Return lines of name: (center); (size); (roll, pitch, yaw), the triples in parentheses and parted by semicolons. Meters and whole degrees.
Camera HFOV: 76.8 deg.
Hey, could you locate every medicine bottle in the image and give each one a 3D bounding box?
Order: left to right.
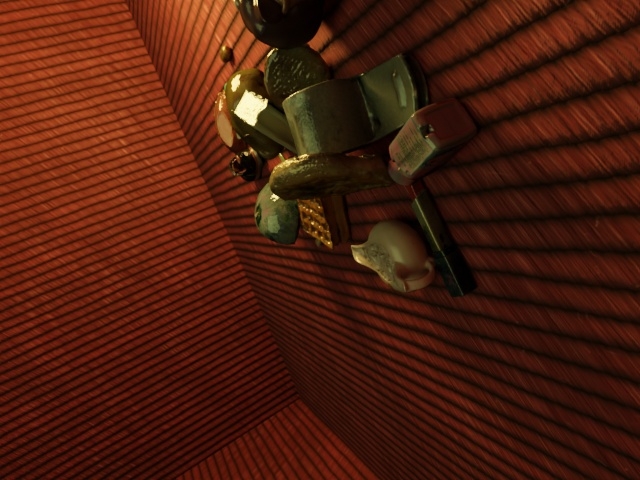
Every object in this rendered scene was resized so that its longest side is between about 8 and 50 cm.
medicine bottle: (0.209, -0.187, 0.822); (0.094, 0.119, 0.188); (60, 157, 10)

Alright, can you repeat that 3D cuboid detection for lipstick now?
lipstick: (0.273, -0.017, 0.959); (0.312, 0.051, 0.051); (64, 160, 1)

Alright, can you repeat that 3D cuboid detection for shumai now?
shumai: (-0.065, -0.463, 1.134); (0.201, 0.202, 0.120); (88, -172, -45)

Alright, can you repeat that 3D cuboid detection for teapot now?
teapot: (0.199, 0.048, 1.062); (0.298, 0.140, 0.204); (26, 133, 64)

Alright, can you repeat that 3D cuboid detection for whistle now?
whistle: (0.078, -0.304, 0.978); (0.405, 0.188, 0.168); (-11, 100, 33)

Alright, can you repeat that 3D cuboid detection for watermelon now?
watermelon: (-0.178, -0.145, 1.585); (0.321, 0.175, 0.188); (-121, 23, -43)

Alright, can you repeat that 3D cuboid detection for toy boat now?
toy boat: (-0.426, -0.535, 1.892); (0.141, 0.099, 0.317); (-4, 118, 22)

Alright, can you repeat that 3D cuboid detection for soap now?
soap: (-0.130, -0.348, 1.227); (0.150, 0.262, 0.094); (38, 102, 40)

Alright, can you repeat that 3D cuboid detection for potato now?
potato: (-0.385, -0.752, 1.629); (0.051, 0.040, 0.083); (59, 159, -2)
potato: (-0.204, -0.422, 1.389); (0.218, 0.203, 0.350); (55, 167, 38)

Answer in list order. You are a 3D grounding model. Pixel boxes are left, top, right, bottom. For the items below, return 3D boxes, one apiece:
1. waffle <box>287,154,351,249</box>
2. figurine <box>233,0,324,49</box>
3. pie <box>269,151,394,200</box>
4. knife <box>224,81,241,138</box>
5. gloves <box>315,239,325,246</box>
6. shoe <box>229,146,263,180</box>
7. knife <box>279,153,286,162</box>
waffle: (-0.003, -0.142, 1.383); (0.213, 0.091, 0.307); (34, 145, 50)
figurine: (-0.066, -0.581, 0.876); (0.365, 0.207, 0.217); (141, 128, -66)
pie: (0.020, -0.152, 1.000); (0.337, 0.338, 0.075); (170, 96, -67)
knife: (-0.368, -0.570, 1.784); (0.034, 0.063, 0.260); (-76, -17, -48)
gloves: (-0.002, 0.000, 1.612); (0.080, 0.038, 0.044); (83, -173, -49)
shoe: (-0.353, -0.339, 1.877); (0.114, 0.137, 0.291); (62, 159, 6)
knife: (-0.174, -0.363, 1.617); (0.207, 0.014, 0.030); (57, 159, 18)
